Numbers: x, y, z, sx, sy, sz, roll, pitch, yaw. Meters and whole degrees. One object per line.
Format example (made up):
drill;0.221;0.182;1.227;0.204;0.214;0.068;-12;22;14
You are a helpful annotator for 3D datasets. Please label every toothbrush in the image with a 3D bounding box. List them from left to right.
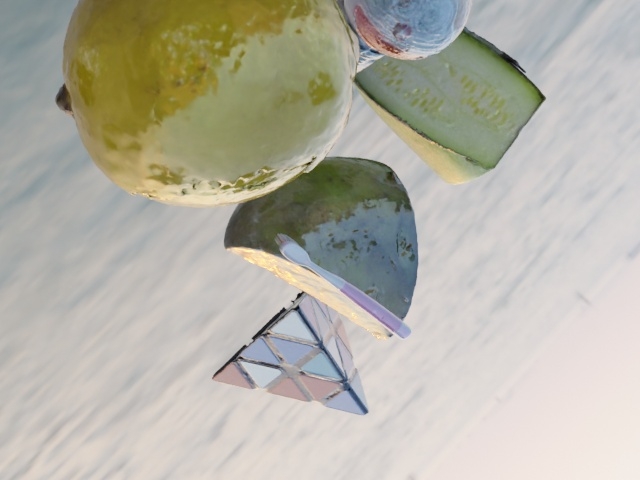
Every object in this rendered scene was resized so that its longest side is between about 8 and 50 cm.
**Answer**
toothbrush;0.031;0.056;1.405;0.020;0.025;0.286;-43;140;8

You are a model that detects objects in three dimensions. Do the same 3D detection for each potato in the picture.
potato;0.000;0.000;1.734;0.255;0.269;0.112;3;164;-29

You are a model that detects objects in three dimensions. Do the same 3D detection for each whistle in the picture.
whistle;0.074;-0.302;1.708;0.348;0.189;0.189;-30;-176;43

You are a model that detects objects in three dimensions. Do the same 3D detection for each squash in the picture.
squash;0.193;-0.281;2.152;0.233;0.309;0.210;-50;-160;-22

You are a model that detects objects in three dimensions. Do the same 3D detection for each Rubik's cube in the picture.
Rubik's cube;-0.067;0.220;2.112;0.234;0.250;0.284;-23;-169;12

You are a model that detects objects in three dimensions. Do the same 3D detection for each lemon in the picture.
lemon;-0.111;-0.170;1.267;0.297;0.297;0.297;-45;169;-11
